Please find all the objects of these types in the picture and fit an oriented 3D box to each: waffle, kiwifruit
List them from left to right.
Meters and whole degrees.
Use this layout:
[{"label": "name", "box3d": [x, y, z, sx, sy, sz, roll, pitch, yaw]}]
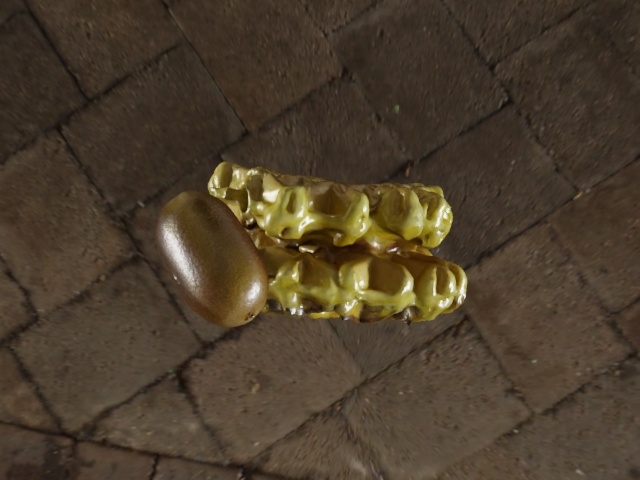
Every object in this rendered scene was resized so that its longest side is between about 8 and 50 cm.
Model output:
[{"label": "kiwifruit", "box3d": [-0.088, 0.015, 0.862, 0.075, 0.075, 0.124, -34, 65, -3]}, {"label": "waffle", "box3d": [0.000, 0.000, 1.123, 0.261, 0.324, 0.151, 7, 96, -18]}]
